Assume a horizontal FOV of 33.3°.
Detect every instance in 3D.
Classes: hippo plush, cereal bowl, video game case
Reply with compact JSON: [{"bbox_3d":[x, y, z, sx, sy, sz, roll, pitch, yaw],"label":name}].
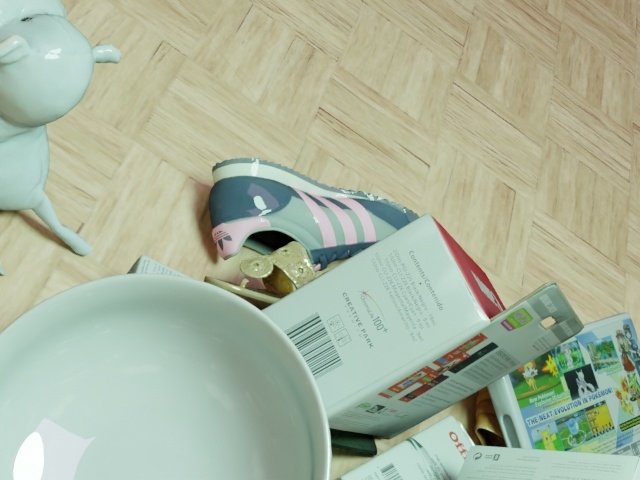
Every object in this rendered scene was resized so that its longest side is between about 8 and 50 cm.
[{"bbox_3d":[-0.346,-0.145,1.072,0.234,0.236,0.294,-15,68,-45],"label":"hippo plush"},{"bbox_3d":[-0.161,0.209,0.965,0.339,0.141,0.339,2,64,-5],"label":"cereal bowl"},{"bbox_3d":[0.360,0.264,1.410,0.329,0.036,0.300,-9,79,-44],"label":"video game case"}]

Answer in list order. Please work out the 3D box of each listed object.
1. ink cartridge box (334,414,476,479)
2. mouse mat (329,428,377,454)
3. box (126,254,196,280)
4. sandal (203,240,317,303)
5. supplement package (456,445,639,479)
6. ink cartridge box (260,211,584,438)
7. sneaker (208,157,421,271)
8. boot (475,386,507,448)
[{"bbox_3d":[0.105,0.305,1.187,0.208,0.087,0.153,-16,69,-46],"label":"ink cartridge box"},{"bbox_3d":[0.003,0.167,1.217,0.190,0.007,0.152,27,38,-57],"label":"mouse mat"},{"bbox_3d":[-0.159,0.105,1.147,0.137,0.072,0.126,27,43,-18],"label":"box"},{"bbox_3d":[-0.034,0.042,1.258,0.240,0.088,0.079,21,86,-43],"label":"sandal"},{"bbox_3d":[0.229,0.372,1.061,0.198,0.199,0.262,52,51,-30],"label":"supplement package"},{"bbox_3d":[0.122,0.089,1.147,0.130,0.272,0.309,63,10,20],"label":"ink cartridge box"},{"bbox_3d":[0.000,0.000,1.358,0.319,0.112,0.131,15,66,-27],"label":"sneaker"},{"bbox_3d":[0.222,0.193,1.390,0.197,0.073,0.152,39,45,-3],"label":"boot"}]
